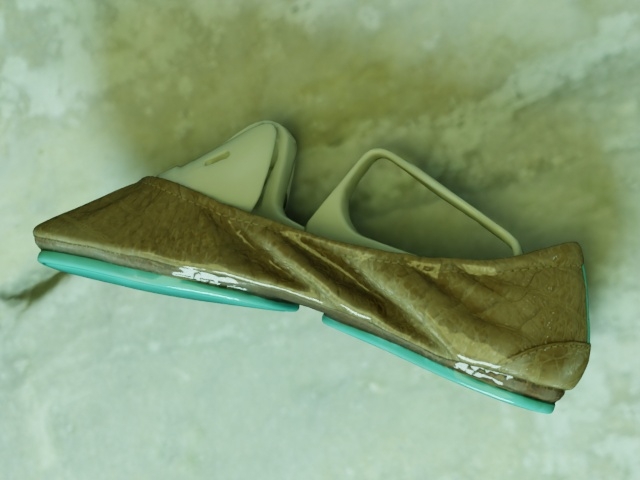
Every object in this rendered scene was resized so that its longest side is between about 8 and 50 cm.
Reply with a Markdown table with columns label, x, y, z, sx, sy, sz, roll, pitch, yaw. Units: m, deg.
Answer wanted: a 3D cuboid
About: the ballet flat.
| label | x | y | z | sx | sy | sz | roll | pitch | yaw |
| --- | --- | --- | --- | --- | --- | --- | --- | --- | --- |
| ballet flat | 0.000 | 0.000 | 1.038 | 0.342 | 0.116 | 0.124 | 15 | 88 | 16 |
